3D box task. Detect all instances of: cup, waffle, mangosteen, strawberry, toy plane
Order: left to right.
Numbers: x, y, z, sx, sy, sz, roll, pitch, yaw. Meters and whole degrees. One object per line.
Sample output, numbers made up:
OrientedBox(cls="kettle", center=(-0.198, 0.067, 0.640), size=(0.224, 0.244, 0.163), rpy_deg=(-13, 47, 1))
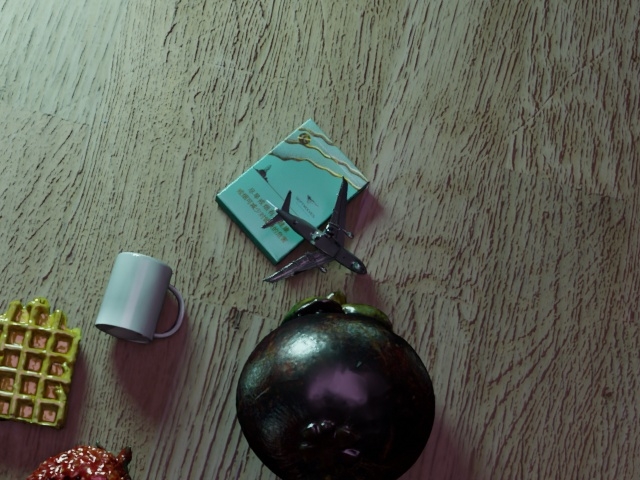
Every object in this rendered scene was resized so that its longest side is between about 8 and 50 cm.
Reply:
OrientedBox(cls="waffle", center=(-0.477, 0.193, 1.823), size=(0.161, 0.055, 0.210), rpy_deg=(11, 72, -5))
OrientedBox(cls="strawberry", center=(-0.408, 0.403, 1.751), size=(0.228, 0.098, 0.174), rpy_deg=(-3, 74, -11))
OrientedBox(cls="cup", center=(-0.302, 0.104, 1.867), size=(0.099, 0.136, 0.133), rpy_deg=(4, 70, 27))
OrientedBox(cls="toy plane", center=(0.000, 0.000, 1.920), size=(0.226, 0.058, 0.226), rpy_deg=(36, 94, -19))
OrientedBox(cls="mangosteen", center=(0.026, 0.250, 1.775), size=(0.330, 0.330, 0.330), rpy_deg=(2, 74, -8))

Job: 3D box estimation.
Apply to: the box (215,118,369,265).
OrientedBox(cls="box", center=(-0.048, -0.087, 1.977), size=(0.229, 0.041, 0.162), rpy_deg=(-42, 86, -17))
